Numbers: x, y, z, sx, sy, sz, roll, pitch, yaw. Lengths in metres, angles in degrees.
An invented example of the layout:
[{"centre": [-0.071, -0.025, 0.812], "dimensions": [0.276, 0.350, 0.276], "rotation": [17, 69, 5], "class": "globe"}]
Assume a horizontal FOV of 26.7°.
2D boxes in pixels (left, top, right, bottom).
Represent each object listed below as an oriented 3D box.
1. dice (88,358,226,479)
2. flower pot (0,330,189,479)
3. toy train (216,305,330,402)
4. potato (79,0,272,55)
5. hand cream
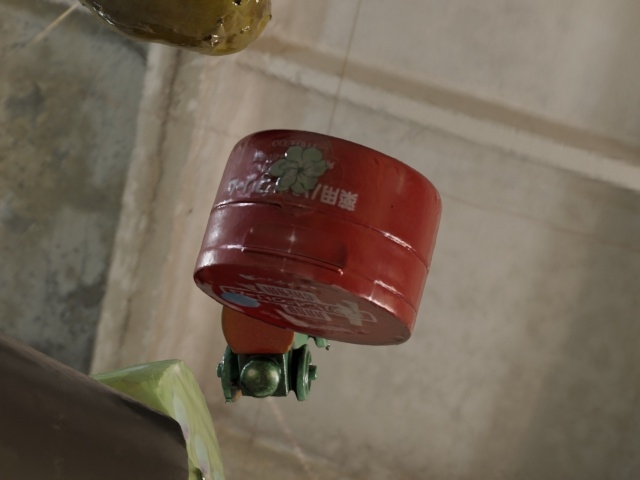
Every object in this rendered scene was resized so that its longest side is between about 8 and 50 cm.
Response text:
[{"centre": [-0.258, 0.286, 1.659], "dimensions": [0.254, 0.250, 0.252], "rotation": [-14, -92, 0], "class": "dice"}, {"centre": [-0.236, 0.209, 0.915], "dimensions": [0.251, 0.379, 0.379], "rotation": [16, -55, -16], "class": "flower pot"}, {"centre": [-0.052, 0.074, 1.560], "dimensions": [0.116, 0.285, 0.177], "rotation": [0, -72, 9], "class": "toy train"}, {"centre": [-0.171, -0.297, 1.369], "dimensions": [0.296, 0.141, 0.191], "rotation": [35, -57, -27], "class": "potato"}, {"centre": [0.000, 0.000, 1.301], "dimensions": [0.230, 0.149, 0.230], "rotation": [16, -19, 6], "class": "hand cream"}]
